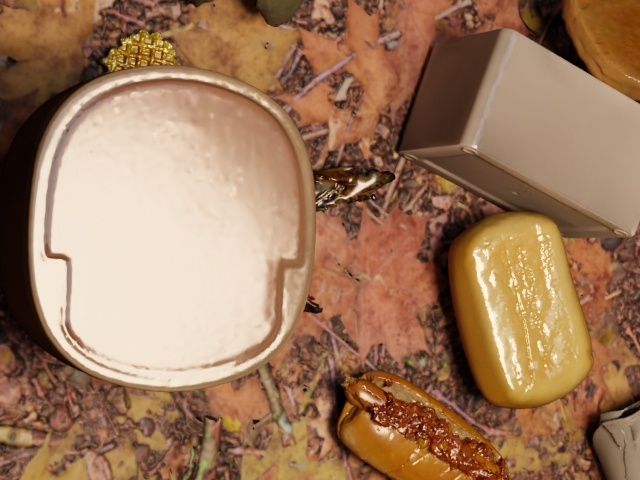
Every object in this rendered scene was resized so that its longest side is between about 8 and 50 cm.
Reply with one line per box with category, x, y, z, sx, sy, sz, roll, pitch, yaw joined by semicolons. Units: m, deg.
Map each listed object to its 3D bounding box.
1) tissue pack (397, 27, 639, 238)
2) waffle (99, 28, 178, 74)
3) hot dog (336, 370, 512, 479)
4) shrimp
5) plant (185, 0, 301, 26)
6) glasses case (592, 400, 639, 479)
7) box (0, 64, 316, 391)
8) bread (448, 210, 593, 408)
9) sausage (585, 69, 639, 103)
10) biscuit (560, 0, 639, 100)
tissue pack;0.233;-0.110;1.751;0.246;0.159;0.136;27;77;-25
waffle;-0.179;-0.170;1.611;0.078;0.016;0.085;46;69;-20
hot dog;0.115;0.220;1.716;0.249;0.076;0.102;36;65;-22
shrimp;0.001;0.000;1.688;0.195;0.035;0.148;-15;93;-21
plant;-0.039;-0.368;1.587;0.215;0.213;0.312;-4;99;-30
glasses case;0.412;0.318;1.872;0.128;0.083;0.308;-26;100;-32
box;-0.170;-0.009;1.493;0.301;0.216;0.301;0;89;-27
bread;0.212;0.076;1.764;0.147;0.098;0.217;-13;92;-27
sausage;0.427;-0.208;1.888;0.328;0.112;0.112;-10;93;-28
biscuit;0.439;-0.240;1.817;0.375;0.051;0.269;-4;62;-24
